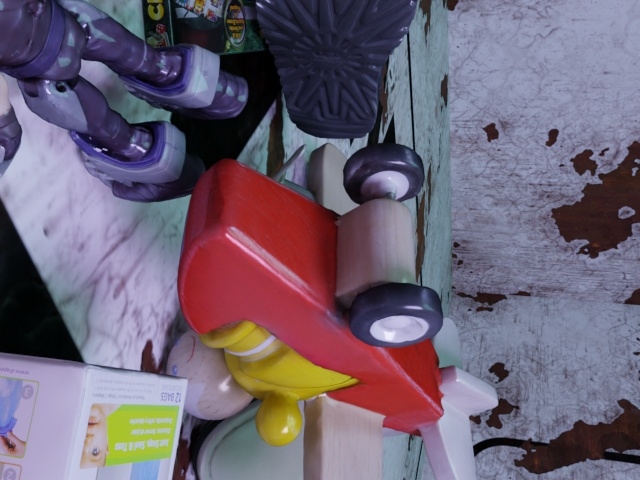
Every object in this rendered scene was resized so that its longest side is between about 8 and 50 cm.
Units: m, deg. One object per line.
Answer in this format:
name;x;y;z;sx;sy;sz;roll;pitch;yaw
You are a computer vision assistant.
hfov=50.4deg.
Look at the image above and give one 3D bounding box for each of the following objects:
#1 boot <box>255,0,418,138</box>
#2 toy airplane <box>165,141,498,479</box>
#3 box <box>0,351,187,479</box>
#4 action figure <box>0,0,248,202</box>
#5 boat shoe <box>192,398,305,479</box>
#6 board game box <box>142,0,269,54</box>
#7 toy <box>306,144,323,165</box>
boot;0.037;-0.391;0.748;0.367;0.146;0.445;106;-7;-71
toy airplane;0.001;0.106;0.606;0.386;0.272;0.384;-41;117;-72
box;-0.158;0.169;0.375;0.114;0.103;0.203;43;53;-69
action figure;-0.150;-0.103;0.377;0.285;0.099;0.185;35;67;-67
boat shoe;-0.026;0.198;0.793;0.340;0.113;0.127;-15;110;-45
board game box;-0.093;-0.246;0.646;0.259;0.030;0.136;-44;133;-66
toy;0.000;0.000;0.951;0.137;0.056;0.237;60;28;-80
